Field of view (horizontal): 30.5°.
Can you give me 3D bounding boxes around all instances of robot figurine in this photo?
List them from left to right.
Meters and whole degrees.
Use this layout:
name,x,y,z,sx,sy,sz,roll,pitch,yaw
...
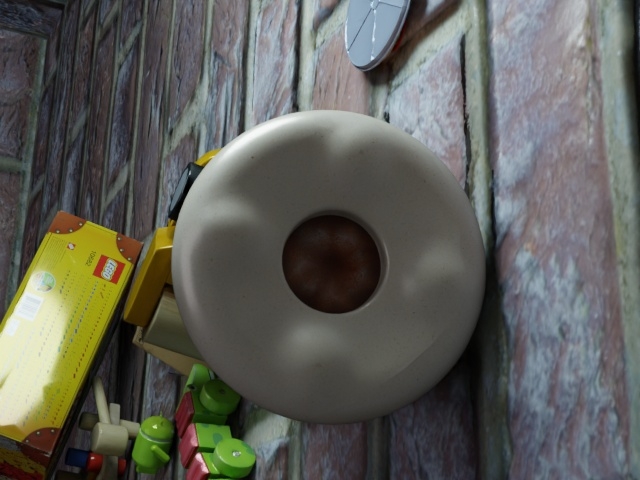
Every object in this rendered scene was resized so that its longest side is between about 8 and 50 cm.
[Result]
name,x,y,z,sx,sy,sz,roll,pitch,yaw
robot figurine,-0.311,0.378,2.186,0.101,0.067,0.115,-122,48,-68

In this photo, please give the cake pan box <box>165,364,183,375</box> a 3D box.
name,x,y,z,sx,sy,sz,roll,pitch,yaw
cake pan box,-0.239,0.078,2.162,0.245,0.070,0.267,-65,27,23

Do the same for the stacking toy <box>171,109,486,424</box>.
name,x,y,z,sx,sy,sz,roll,pitch,yaw
stacking toy,-0.022,0.063,1.475,0.480,0.351,0.350,132,144,-75

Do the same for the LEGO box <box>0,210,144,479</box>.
name,x,y,z,sx,sy,sz,roll,pitch,yaw
LEGO box,-0.559,0.252,2.394,0.372,0.193,0.500,120,171,-56

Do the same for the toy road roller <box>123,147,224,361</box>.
name,x,y,z,sx,sy,sz,roll,pitch,yaw
toy road roller,-0.170,0.010,1.893,0.240,0.202,0.329,-107,40,-68

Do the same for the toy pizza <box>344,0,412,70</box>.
name,x,y,z,sx,sy,sz,roll,pitch,yaw
toy pizza,0.091,-0.336,1.657,0.201,0.032,0.201,-168,90,-67

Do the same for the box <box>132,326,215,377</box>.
name,x,y,z,sx,sy,sz,roll,pitch,yaw
box,-0.228,0.136,2.032,0.021,0.164,0.201,-35,-29,-61

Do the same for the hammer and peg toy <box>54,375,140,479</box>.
name,x,y,z,sx,sy,sz,roll,pitch,yaw
hammer and peg toy,-0.430,0.454,2.329,0.266,0.127,0.361,-100,31,-52

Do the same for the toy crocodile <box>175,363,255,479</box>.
name,x,y,z,sx,sy,sz,roll,pitch,yaw
toy crocodile,-0.182,0.324,1.878,0.115,0.105,0.340,-64,27,29
